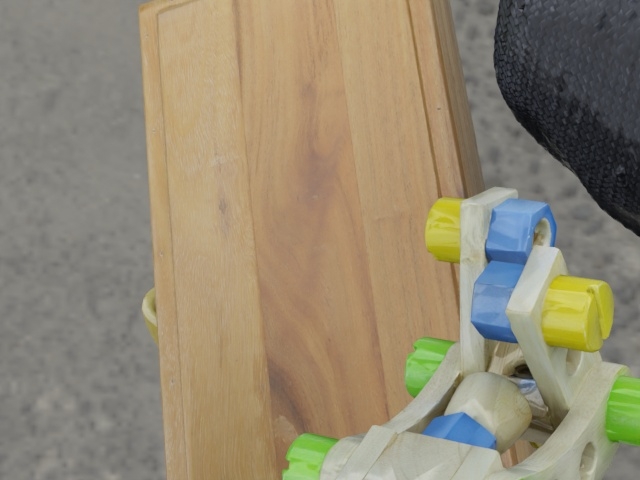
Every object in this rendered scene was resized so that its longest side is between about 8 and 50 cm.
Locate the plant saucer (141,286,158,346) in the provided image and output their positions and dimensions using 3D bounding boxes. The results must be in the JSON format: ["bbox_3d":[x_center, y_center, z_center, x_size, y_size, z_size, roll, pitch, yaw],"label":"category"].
[{"bbox_3d":[0.030,0.104,1.506,0.333,0.333,0.081,39,128,2],"label":"plant saucer"}]

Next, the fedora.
[{"bbox_3d":[0.189,-0.115,0.893,0.152,0.334,0.334,24,102,21],"label":"fedora"}]

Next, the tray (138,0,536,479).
[{"bbox_3d":[0.000,0.000,1.042,0.203,0.076,0.411,-16,58,15],"label":"tray"}]

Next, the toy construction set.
[{"bbox_3d":[0.094,0.160,0.740,0.151,0.215,0.328,-6,125,40],"label":"toy construction set"}]
